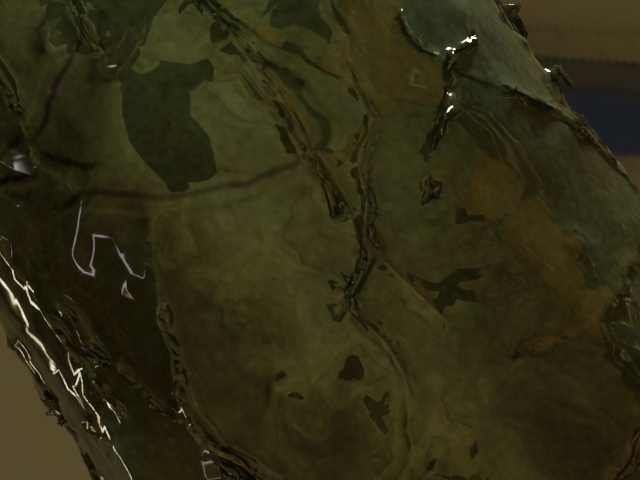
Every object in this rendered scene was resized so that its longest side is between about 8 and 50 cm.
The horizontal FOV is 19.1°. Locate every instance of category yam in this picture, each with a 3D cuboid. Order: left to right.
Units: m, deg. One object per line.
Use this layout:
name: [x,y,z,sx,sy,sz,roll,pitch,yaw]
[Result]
yam: [0.000,0.000,0.676,0.241,0.241,0.348,-36,-108,8]
